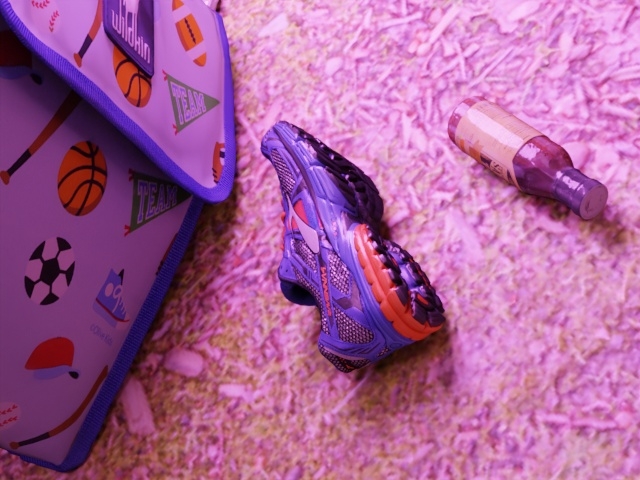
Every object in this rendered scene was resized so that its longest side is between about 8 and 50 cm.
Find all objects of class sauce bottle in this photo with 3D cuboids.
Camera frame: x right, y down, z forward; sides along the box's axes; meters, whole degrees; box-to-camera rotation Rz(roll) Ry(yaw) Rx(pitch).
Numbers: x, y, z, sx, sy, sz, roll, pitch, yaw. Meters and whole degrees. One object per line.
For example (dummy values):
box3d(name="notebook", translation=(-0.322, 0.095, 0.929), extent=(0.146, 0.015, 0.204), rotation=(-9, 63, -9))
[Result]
box3d(name="sauce bottle", translation=(0.138, -0.054, 1.192), extent=(0.042, 0.042, 0.128), rotation=(-49, 47, -2))

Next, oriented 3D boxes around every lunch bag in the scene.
box3d(name="lunch bag", translation=(-0.235, -0.076, 1.247), extent=(0.239, 0.328, 0.385), rotation=(16, 74, 35))

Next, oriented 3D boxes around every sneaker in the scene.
box3d(name="sneaker", translation=(0.000, 0.000, 1.225), extent=(0.087, 0.083, 0.221), rotation=(-41, 45, 15))

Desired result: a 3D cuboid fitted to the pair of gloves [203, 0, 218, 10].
box3d(name="pair of gloves", translation=(-0.162, -0.259, 1.508), extent=(0.240, 0.042, 0.204), rotation=(5, 65, 33))
